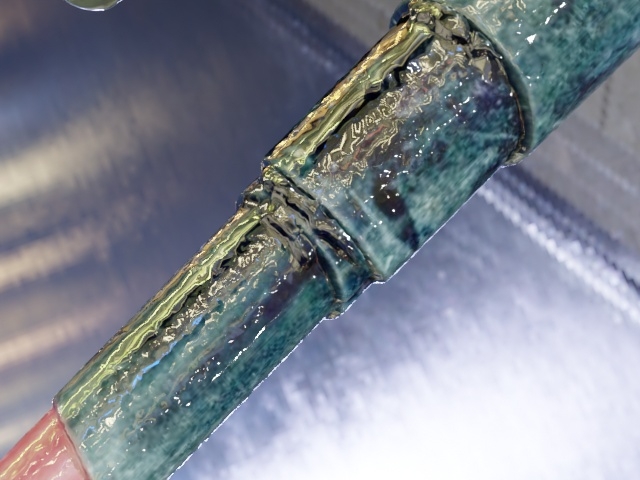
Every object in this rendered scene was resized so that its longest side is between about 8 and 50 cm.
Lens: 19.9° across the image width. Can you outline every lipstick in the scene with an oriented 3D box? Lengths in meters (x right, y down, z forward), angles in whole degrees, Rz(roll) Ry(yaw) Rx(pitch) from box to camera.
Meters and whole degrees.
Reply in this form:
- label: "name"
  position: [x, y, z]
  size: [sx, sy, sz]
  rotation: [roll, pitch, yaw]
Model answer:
- label: "lipstick"
  position: [0.000, 0.000, 0.441]
  size: [0.053, 0.234, 0.053]
  rotation: [43, 173, 6]

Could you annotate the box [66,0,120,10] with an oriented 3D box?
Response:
- label: "box"
  position: [-0.131, -0.214, 0.920]
  size: [0.172, 0.093, 0.124]
  rotation: [40, 140, -20]
